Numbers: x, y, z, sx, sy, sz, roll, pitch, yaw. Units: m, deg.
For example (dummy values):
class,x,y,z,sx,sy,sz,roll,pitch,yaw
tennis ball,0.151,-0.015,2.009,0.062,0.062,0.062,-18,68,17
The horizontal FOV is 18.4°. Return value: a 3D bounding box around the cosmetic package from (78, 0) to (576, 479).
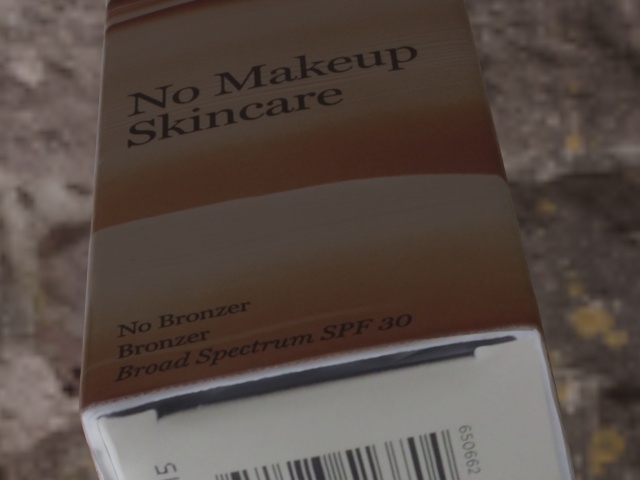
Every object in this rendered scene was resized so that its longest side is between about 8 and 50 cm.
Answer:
class,x,y,z,sx,sy,sz,roll,pitch,yaw
cosmetic package,0.000,0.000,0.744,0.153,0.129,0.296,-12,-145,3
